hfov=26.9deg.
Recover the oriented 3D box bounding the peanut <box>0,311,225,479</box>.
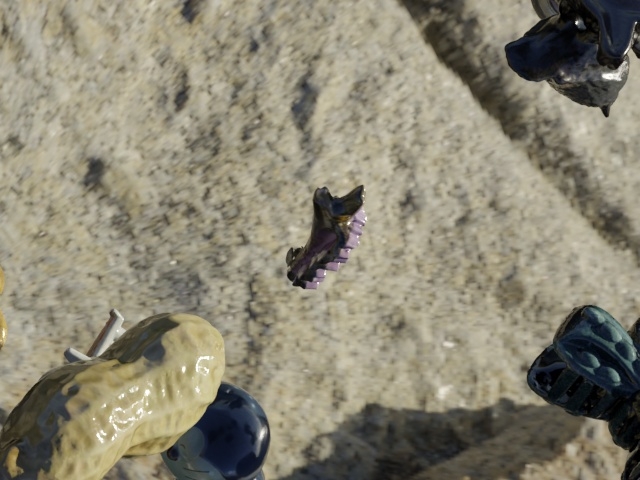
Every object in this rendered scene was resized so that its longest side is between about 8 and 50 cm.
[{"bbox_3d":[-0.210,0.172,1.328,0.298,0.120,0.136,-30,121,-46],"label":"peanut"}]

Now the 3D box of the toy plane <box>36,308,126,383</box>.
[{"bbox_3d":[-0.322,0.202,1.796,0.117,0.244,0.245,31,75,-15],"label":"toy plane"}]

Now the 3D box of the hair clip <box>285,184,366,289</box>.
[{"bbox_3d":[0.000,0.000,1.838,0.084,0.292,0.106,16,66,-9],"label":"hair clip"}]

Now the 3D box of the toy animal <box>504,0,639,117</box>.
[{"bbox_3d":[0.217,-0.145,1.139,0.117,0.210,0.121,-39,65,-8],"label":"toy animal"}]

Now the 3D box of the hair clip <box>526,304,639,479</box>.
[{"bbox_3d":[0.417,0.221,1.694,0.206,0.194,0.310,-17,60,-31],"label":"hair clip"}]

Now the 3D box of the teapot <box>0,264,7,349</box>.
[{"bbox_3d":[-0.500,0.021,1.672,0.167,0.203,0.311,-24,89,-9],"label":"teapot"}]

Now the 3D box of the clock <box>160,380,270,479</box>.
[{"bbox_3d":[-0.146,0.295,1.831,0.199,0.243,0.146,29,54,24],"label":"clock"}]

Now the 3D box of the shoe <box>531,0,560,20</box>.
[{"bbox_3d":[0.303,-0.277,1.358,0.180,0.092,0.089,-36,104,-3],"label":"shoe"}]
